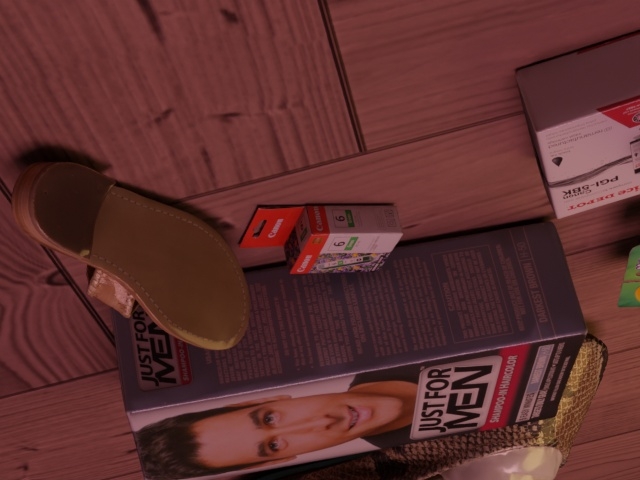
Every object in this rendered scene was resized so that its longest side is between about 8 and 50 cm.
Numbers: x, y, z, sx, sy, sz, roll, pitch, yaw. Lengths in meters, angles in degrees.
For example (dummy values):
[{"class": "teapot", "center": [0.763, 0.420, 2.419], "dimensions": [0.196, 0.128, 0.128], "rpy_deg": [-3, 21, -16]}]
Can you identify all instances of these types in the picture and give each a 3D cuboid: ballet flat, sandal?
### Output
[{"class": "ballet flat", "center": [0.109, 0.265, 1.528], "dimensions": [0.483, 0.182, 0.164], "rpy_deg": [-31, 146, 29]}, {"class": "sandal", "center": [-0.150, 0.007, 1.102], "dimensions": [0.079, 0.088, 0.240], "rpy_deg": [6, 159, 40]}]

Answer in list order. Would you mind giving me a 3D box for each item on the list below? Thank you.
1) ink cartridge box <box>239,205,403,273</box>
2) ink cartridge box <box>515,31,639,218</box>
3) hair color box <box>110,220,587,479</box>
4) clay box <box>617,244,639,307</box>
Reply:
[{"class": "ink cartridge box", "center": [0.000, 0.000, 1.170], "dimensions": [0.115, 0.029, 0.063], "rpy_deg": [-1, 150, -21]}, {"class": "ink cartridge box", "center": [0.203, -0.080, 1.080], "dimensions": [0.099, 0.056, 0.135], "rpy_deg": [-18, 150, 7]}, {"class": "hair color box", "center": [0.021, 0.102, 1.274], "dimensions": [0.375, 0.113, 0.185], "rpy_deg": [-9, 151, -5]}, {"class": "clay box", "center": [0.363, -0.006, 1.280], "dimensions": [0.222, 0.053, 0.127], "rpy_deg": [-10, 151, -2]}]
